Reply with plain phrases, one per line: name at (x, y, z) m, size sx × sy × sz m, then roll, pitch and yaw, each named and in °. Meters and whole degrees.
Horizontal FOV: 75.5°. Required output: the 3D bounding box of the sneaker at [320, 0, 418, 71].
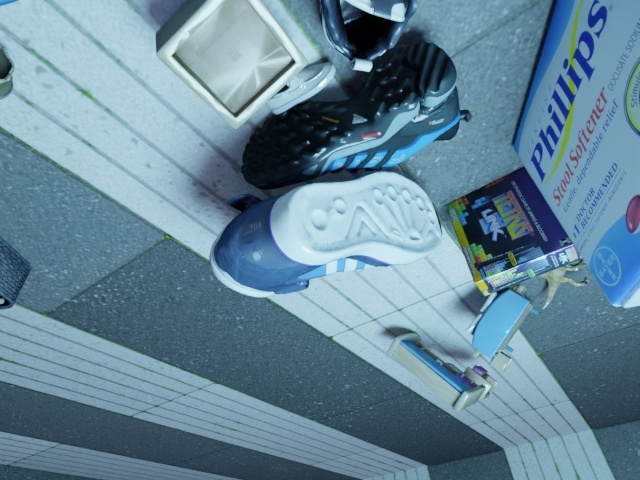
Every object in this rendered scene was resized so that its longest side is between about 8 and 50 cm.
sneaker at (0.051, -0.259, 0.352) m, size 0.094 × 0.153 × 0.235 m, roll 6°, pitch 138°, yaw -15°

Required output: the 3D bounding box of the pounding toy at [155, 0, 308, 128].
pounding toy at (-0.097, -0.201, 0.464) m, size 0.130 × 0.100 × 0.141 m, roll -38°, pitch 133°, yaw 13°

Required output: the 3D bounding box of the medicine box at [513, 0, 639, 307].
medicine box at (0.355, -0.125, 0.430) m, size 0.149 × 0.289 × 0.264 m, roll -8°, pitch 139°, yaw 1°

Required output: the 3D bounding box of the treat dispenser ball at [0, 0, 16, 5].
treat dispenser ball at (-0.251, -0.276, 0.204) m, size 0.288 × 0.288 × 0.288 m, roll -3°, pitch 139°, yaw -2°

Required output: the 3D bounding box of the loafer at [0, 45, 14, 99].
loafer at (-0.394, -0.239, 0.376) m, size 0.087 × 0.094 × 0.251 m, roll -17°, pitch 138°, yaw 20°

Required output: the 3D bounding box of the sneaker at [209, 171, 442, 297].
sneaker at (0.000, 0.001, 0.604) m, size 0.322 × 0.130 × 0.236 m, roll -6°, pitch 168°, yaw -44°

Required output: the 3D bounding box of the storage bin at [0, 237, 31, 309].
storage bin at (-0.596, 0.036, 0.680) m, size 0.121 × 0.084 × 0.180 m, roll -8°, pitch 140°, yaw 3°

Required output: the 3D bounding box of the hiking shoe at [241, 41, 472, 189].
hiking shoe at (0.038, -0.122, 0.542) m, size 0.303 × 0.113 × 0.132 m, roll -17°, pitch 150°, yaw 24°

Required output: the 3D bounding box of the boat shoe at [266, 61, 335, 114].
boat shoe at (-0.030, -0.195, 0.510) m, size 0.100 × 0.035 × 0.035 m, roll -21°, pitch 140°, yaw 27°

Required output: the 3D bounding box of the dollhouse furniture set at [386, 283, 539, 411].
dollhouse furniture set at (0.358, 0.200, 0.979) m, size 0.286 × 0.198 × 0.304 m, roll 16°, pitch 107°, yaw -53°

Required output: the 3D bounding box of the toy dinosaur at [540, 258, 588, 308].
toy dinosaur at (0.500, 0.069, 0.863) m, size 0.092 × 0.053 × 0.183 m, roll -6°, pitch 134°, yaw 25°

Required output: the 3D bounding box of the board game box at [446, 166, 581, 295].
board game box at (0.287, -0.017, 0.639) m, size 0.141 × 0.170 × 0.048 m, roll -29°, pitch 132°, yaw 24°
